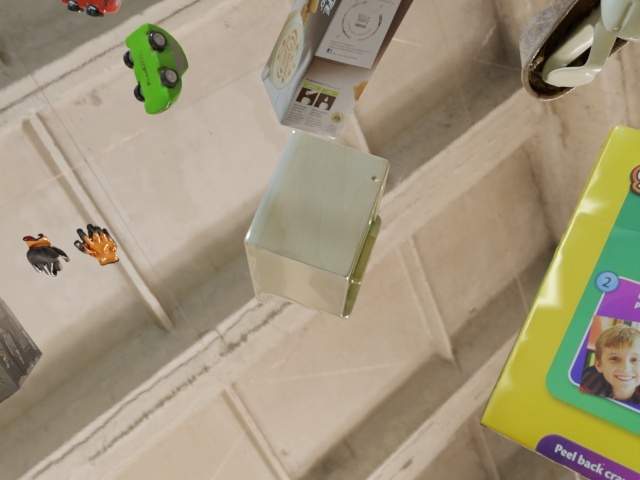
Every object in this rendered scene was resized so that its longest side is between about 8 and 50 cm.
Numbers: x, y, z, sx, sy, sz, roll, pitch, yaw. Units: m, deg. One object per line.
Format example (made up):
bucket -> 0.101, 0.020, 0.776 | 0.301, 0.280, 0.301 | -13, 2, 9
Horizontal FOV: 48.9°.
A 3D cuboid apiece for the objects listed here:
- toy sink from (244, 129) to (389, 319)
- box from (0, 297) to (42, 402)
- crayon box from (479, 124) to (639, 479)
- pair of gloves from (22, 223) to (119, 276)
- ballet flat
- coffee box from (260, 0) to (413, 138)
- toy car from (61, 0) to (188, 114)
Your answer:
toy sink -> 0.000, 0.000, 0.875 | 0.234, 0.131, 0.152 | 95, -165, -68
box -> -0.493, 0.108, 0.988 | 0.056, 0.183, 0.231 | -33, -78, -6
crayon box -> 0.368, 0.096, 0.586 | 0.313, 0.363, 0.106 | -63, -33, -8
pair of gloves -> -0.241, 0.011, 0.684 | 0.083, 0.010, 0.074 | -11, -29, -9
ballet flat -> 0.293, -0.224, 0.689 | 0.108, 0.316, 0.106 | 19, -106, -5
coffee box -> 0.019, -0.285, 0.968 | 0.098, 0.141, 0.246 | 10, -52, -29
toy car -> -0.199, -0.253, 0.798 | 0.053, 0.239, 0.224 | -16, -91, -48
